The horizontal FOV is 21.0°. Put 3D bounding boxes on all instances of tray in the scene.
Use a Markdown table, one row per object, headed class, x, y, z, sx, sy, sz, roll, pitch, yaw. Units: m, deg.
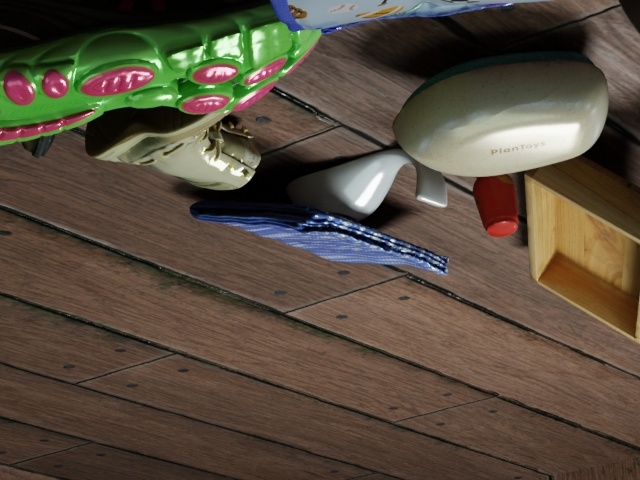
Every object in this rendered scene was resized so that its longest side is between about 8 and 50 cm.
| class | x | y | z | sx | sy | sz | roll | pitch | yaw |
| --- | --- | --- | --- | --- | --- | --- | --- | --- | --- |
| tray | 0.403 | 0.008 | 2.489 | 0.203 | 0.076 | 0.411 | 32 | 165 | 18 |

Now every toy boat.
| class | x | y | z | sx | sy | sz | roll | pitch | yaw |
| --- | --- | --- | --- | --- | --- | --- | --- | --- | --- |
| toy boat | 0.221 | -0.139 | 2.181 | 0.267 | 0.148 | 0.318 | -7 | 150 | -2 |

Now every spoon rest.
| class | x | y | z | sx | sy | sz | roll | pitch | yaw |
| --- | --- | --- | --- | --- | --- | --- | --- | --- | --- |
| spoon rest | 0.067 | -0.075 | 2.402 | 0.137 | 0.084 | 0.276 | 18 | 163 | -39 |

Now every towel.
| class | x | y | z | sx | sy | sz | roll | pitch | yaw |
| --- | --- | --- | --- | --- | --- | --- | --- | --- | --- |
| towel | 0.000 | 0.000 | 2.504 | 0.243 | 0.040 | 0.336 | 4 | 170 | 41 |

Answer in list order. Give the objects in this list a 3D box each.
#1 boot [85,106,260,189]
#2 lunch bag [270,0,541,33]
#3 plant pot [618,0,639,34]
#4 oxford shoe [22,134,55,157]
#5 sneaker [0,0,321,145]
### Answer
| class | x | y | z | sx | sy | sz | roll | pitch | yaw |
| --- | --- | --- | --- | --- | --- | --- | --- | --- | --- |
| boot | -0.144 | -0.138 | 2.175 | 0.203 | 0.095 | 0.262 | 18 | 152 | -40 |
| lunch bag | 0.092 | -0.335 | 1.536 | 0.327 | 0.239 | 0.385 | -8 | 151 | 7 |
| plant pot | 0.448 | -0.299 | 1.736 | 0.215 | 0.215 | 0.230 | 11 | 139 | -29 |
| oxford shoe | -0.361 | -0.173 | 2.117 | 0.096 | 0.083 | 0.227 | 18 | 156 | 0 |
| sneaker | -0.201 | -0.239 | 1.834 | 0.482 | 0.202 | 0.185 | -10 | 155 | -31 |
